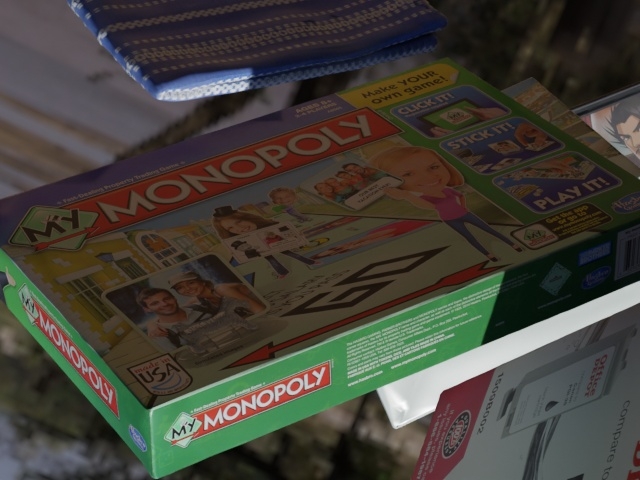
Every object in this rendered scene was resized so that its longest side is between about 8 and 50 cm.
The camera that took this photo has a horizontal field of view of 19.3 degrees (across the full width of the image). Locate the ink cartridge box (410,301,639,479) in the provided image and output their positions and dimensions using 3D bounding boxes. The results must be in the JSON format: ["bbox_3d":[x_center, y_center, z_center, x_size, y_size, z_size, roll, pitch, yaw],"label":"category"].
[{"bbox_3d":[0.154,0.154,1.011,0.117,0.207,0.283,32,149,-16],"label":"ink cartridge box"}]

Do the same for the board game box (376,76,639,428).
[{"bbox_3d":[0.111,-0.003,1.394,0.303,0.224,0.097,-116,1,-71],"label":"board game box"}]

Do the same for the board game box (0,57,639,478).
[{"bbox_3d":[0.000,0.000,1.009,0.317,0.046,0.213,-20,-143,-26],"label":"board game box"}]

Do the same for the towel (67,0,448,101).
[{"bbox_3d":[-0.095,-0.224,1.318,0.243,0.040,0.336,-15,-131,-33],"label":"towel"}]

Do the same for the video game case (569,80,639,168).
[{"bbox_3d":[0.312,-0.022,1.799,0.274,0.248,0.035,-21,174,1],"label":"video game case"}]
